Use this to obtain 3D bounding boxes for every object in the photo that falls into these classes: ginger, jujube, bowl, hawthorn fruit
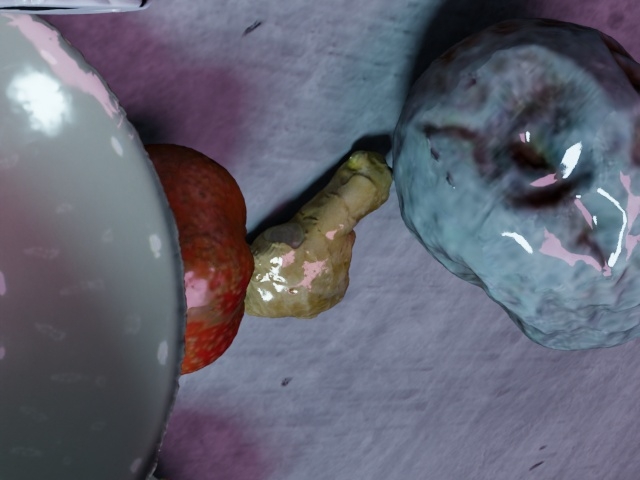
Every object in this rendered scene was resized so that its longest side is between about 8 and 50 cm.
[{"bbox_3d":[0.004,0.006,1.291,0.165,0.067,0.096,-40,126,-5],"label":"ginger"},{"bbox_3d":[0.188,-0.042,1.275,0.215,0.246,0.308,-49,163,1],"label":"jujube"},{"bbox_3d":[-0.243,0.026,0.915,0.157,0.337,0.337,-14,165,35],"label":"bowl"},{"bbox_3d":[-0.148,0.015,1.086,0.203,0.163,0.163,-1,131,-24],"label":"hawthorn fruit"}]

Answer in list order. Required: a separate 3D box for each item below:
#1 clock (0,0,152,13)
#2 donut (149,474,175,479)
[{"bbox_3d":[-0.154,-0.183,0.890,0.176,0.080,0.117,-8,100,-55],"label":"clock"},{"bbox_3d":[-0.233,0.334,1.335,0.371,0.150,0.307,-43,147,-2],"label":"donut"}]
